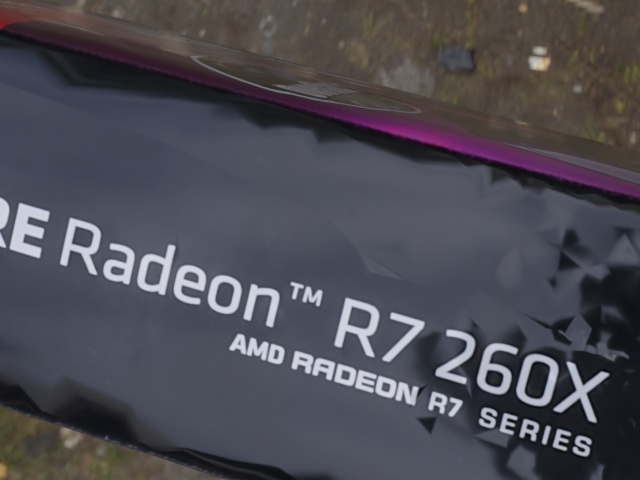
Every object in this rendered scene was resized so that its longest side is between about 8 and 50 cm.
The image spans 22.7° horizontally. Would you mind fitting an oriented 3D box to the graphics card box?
[{"bbox_3d":[0.000,0.000,0.450,0.370,0.233,0.094,17,97,13],"label":"graphics card box"}]
